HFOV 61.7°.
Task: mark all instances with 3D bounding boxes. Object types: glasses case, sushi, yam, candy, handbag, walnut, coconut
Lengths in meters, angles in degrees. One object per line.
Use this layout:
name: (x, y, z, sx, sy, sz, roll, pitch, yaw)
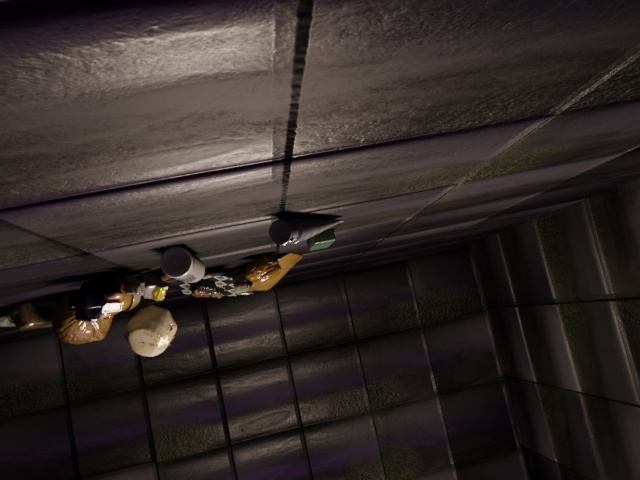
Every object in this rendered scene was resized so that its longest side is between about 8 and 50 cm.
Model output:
glasses case: (0.000, 0.000, 1.885, 0.078, 0.039, 0.184, -11, 172, -9)
sushi: (-0.473, 0.208, 2.212, 0.231, 0.047, 0.219, 2, 153, -2)
yam: (-0.546, 0.118, 1.886, 0.046, 0.046, 0.264, -5, 168, -44)
candy: (-1.086, 0.288, 2.092, 0.102, 0.104, 0.234, -20, 171, 19)
handbag: (-0.338, 0.176, 2.358, 0.235, 0.127, 0.213, -4, -174, 25)
walnut: (-0.893, 0.288, 2.020, 0.228, 0.228, 0.228, -12, 173, -2)
coconut: (-0.585, 0.307, 1.868, 0.171, 0.171, 0.183, -13, -159, 9)

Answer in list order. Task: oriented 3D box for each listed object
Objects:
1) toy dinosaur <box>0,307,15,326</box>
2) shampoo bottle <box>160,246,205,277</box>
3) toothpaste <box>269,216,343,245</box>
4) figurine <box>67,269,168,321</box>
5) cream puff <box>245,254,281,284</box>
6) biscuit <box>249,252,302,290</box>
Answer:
toy dinosaur: (-1.233, 0.304, 2.087, 0.147, 0.076, 0.363, -2, 171, -32)
shampoo bottle: (-0.412, 0.081, 1.646, 0.092, 0.092, 0.303, -11, 173, -4)
toothpaste: (-0.041, -0.035, 1.496, 0.114, 0.073, 0.299, -16, 179, 25)
figurine: (-0.678, 0.181, 1.773, 0.308, 0.143, 0.308, -26, 163, -8)
cream puff: (-0.227, 0.109, 2.088, 0.144, 0.103, 0.126, -26, -177, -16)
biscuit: (-0.188, 0.135, 2.287, 0.232, 0.013, 0.237, -44, 165, 8)
